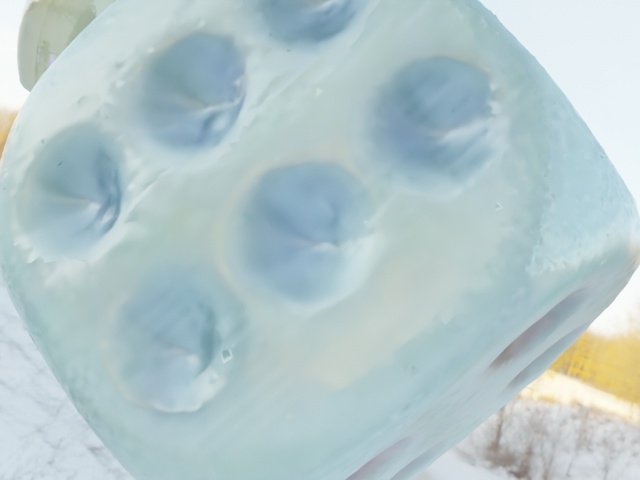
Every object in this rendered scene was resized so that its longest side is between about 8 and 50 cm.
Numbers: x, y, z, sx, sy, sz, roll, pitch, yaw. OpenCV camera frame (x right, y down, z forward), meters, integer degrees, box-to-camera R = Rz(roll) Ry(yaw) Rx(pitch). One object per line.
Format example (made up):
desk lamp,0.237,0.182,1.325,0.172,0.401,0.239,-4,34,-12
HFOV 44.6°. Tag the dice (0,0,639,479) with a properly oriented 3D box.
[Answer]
dice,0.000,0.000,0.464,0.265,0.268,0.262,52,5,22

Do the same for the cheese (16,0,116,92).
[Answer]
cheese,-0.186,-0.220,0.678,0.070,0.249,0.163,24,22,9
